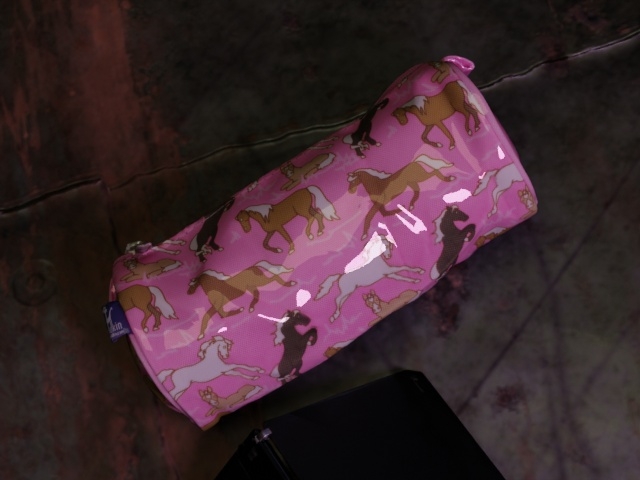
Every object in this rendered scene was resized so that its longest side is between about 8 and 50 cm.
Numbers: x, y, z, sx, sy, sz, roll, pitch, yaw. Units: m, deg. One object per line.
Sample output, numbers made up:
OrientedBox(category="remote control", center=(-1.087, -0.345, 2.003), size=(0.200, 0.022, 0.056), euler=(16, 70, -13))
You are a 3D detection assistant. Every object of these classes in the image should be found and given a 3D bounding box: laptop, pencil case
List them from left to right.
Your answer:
OrientedBox(category="pencil case", center=(0.000, 0.000, 1.444), size=(0.386, 0.167, 0.160), euler=(-32, 32, 0))
OrientedBox(category="laptop", center=(0.022, 0.267, 1.382), size=(0.264, 0.136, 0.234), euler=(-53, 49, 18))
